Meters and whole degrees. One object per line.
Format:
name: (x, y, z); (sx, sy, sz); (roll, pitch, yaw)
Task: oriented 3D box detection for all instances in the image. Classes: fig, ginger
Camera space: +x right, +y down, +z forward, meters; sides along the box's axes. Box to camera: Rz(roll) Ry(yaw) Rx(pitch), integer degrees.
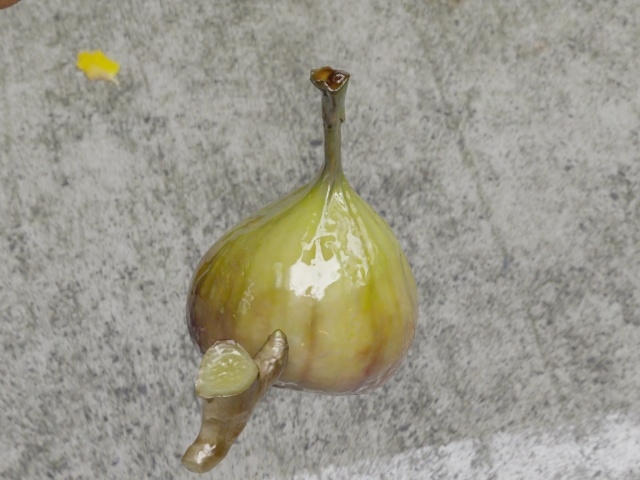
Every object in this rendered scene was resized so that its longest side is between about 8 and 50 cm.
fig: (-0.003, 0.016, 0.625); (0.160, 0.230, 0.143); (13, 55, -3)
ginger: (-0.052, 0.089, 0.547); (0.097, 0.048, 0.030); (-55, 36, -10)

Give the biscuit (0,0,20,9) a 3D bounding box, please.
biscuit: (-0.409, -0.293, 0.998); (0.192, 0.036, 0.186); (-15, 52, -7)
